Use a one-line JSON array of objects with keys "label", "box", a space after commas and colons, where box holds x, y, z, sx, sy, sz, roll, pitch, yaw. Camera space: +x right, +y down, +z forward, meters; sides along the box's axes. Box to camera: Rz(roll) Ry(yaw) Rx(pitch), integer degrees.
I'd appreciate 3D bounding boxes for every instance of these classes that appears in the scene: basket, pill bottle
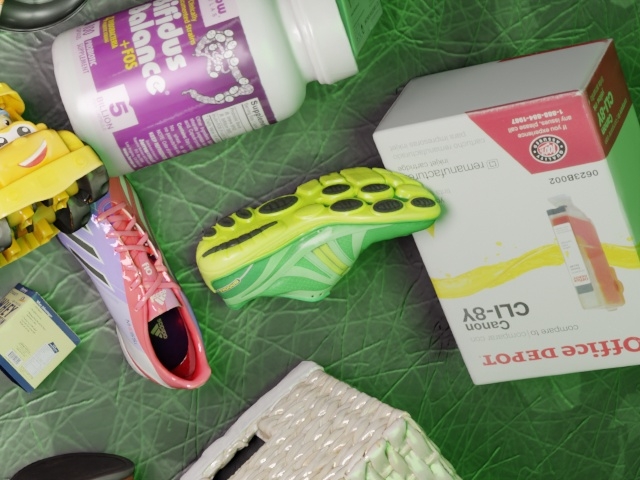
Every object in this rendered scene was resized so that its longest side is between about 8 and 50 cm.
[{"label": "basket", "box": [0.016, 0.385, 1.833, 0.328, 0.266, 0.331, -44, 116, -17]}, {"label": "pill bottle", "box": [-0.119, -0.190, 1.630, 0.302, 0.169, 0.169, -19, 113, 3]}]

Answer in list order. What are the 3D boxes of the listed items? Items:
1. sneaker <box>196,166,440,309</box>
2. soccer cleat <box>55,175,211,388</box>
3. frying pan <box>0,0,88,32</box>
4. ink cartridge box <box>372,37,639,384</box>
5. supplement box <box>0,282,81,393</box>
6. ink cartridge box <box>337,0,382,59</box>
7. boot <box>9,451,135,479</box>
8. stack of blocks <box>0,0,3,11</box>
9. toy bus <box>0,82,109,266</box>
[{"label": "sneaker", "box": [0.000, 0.000, 1.830, 0.296, 0.109, 0.123, -17, 129, 1]}, {"label": "soccer cleat", "box": [-0.211, 0.031, 1.717, 0.109, 0.116, 0.318, -33, 115, -22]}, {"label": "frying pan", "box": [-0.273, -0.366, 1.641, 0.326, 0.053, 0.197, -47, 120, -12]}, {"label": "ink cartridge box", "box": [0.272, -0.026, 1.897, 0.384, 0.279, 0.160, 66, 31, -24]}, {"label": "supplement box", "box": [-0.330, 0.108, 1.693, 0.083, 0.056, 0.083, -47, 120, -16]}, {"label": "ink cartridge box", "box": [-0.003, -0.375, 1.737, 0.065, 0.186, 0.311, -7, 112, 15]}, {"label": "boot", "box": [-0.307, 0.404, 1.747, 0.264, 0.096, 0.280, -24, 113, -27]}, {"label": "stack of blocks", "box": [-0.376, -0.358, 1.519, 0.171, 0.087, 0.297, 14, 92, -13]}, {"label": "toy bus", "box": [-0.337, -0.088, 1.558, 0.149, 0.220, 0.211, -29, 86, -27]}]
